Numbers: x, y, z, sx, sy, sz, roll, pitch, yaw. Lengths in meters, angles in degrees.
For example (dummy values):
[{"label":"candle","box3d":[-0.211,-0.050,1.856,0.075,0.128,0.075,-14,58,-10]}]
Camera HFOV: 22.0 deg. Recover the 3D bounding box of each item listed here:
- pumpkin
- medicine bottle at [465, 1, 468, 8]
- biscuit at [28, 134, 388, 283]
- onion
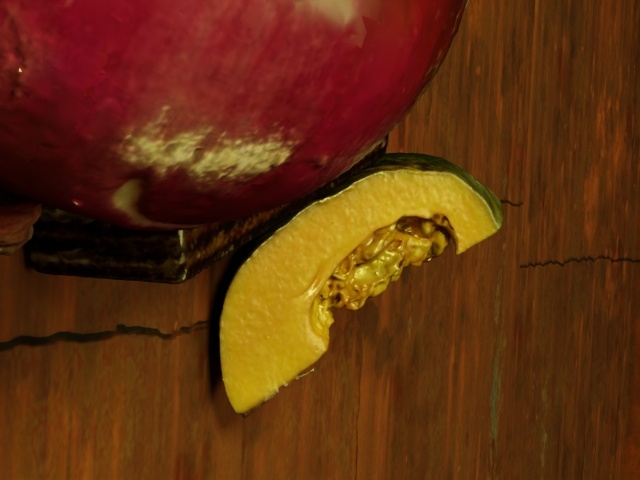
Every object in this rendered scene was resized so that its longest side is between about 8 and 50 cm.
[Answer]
[{"label":"pumpkin","box3d":[-0.004,-0.001,1.304,0.278,0.163,0.111,-36,112,-13]},{"label":"medicine bottle","box3d":[-0.023,-0.255,1.012,0.238,0.238,0.232,-23,117,-67]},{"label":"biscuit","box3d":[-0.060,-0.055,1.124,0.388,0.107,0.073,-36,127,-64]},{"label":"onion","box3d":[-0.116,-0.122,0.768,0.385,0.348,0.348,-58,177,34]}]
